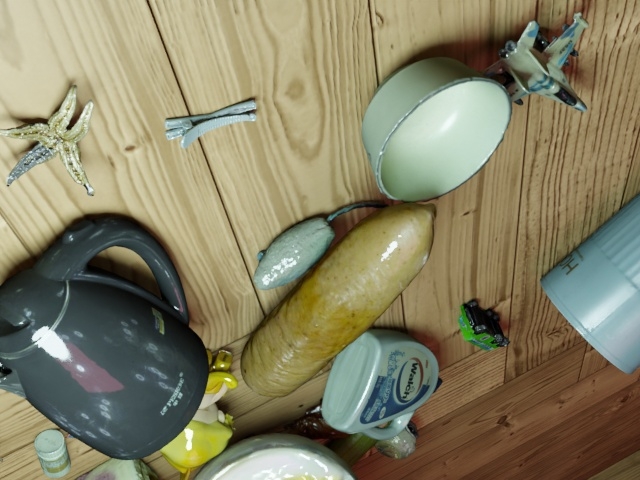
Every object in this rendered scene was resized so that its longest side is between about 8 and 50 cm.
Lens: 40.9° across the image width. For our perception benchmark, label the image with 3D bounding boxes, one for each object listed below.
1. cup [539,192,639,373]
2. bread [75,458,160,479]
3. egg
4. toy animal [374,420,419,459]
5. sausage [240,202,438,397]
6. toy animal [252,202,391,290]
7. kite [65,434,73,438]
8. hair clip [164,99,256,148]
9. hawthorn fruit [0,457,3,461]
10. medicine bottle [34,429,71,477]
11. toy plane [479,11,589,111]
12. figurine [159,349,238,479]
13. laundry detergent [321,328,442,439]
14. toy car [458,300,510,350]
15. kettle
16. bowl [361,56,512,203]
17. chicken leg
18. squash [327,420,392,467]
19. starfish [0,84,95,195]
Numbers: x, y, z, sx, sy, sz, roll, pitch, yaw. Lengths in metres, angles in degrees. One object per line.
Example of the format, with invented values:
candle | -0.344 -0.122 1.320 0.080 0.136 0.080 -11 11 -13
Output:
cup | 0.661 0.077 1.725 0.311 0.257 0.331 -46 141 17
bread | -0.430 0.536 1.526 0.338 0.155 0.187 -30 141 -3
egg | -0.089 0.527 1.559 0.354 0.354 0.340 -24 175 -12
toy animal | 0.156 0.438 1.943 0.098 0.137 0.098 -32 127 -56
sausage | 0.009 0.107 1.284 0.136 0.123 0.501 -33 168 -45
toy animal | 0.002 -0.008 1.288 0.253 0.070 0.079 -34 -178 -19
kite | -0.346 0.290 1.418 0.159 0.010 0.190 -21 146 -19
hair clip | -0.128 -0.139 1.038 0.115 0.039 0.030 -21 149 -20
hawthorn fruit | -0.532 0.305 1.189 0.203 0.162 0.162 -26 152 -50
medicine bottle | -0.431 0.345 1.386 0.047 0.047 0.083 -18 143 -20
toy plane | 0.322 -0.236 1.239 0.192 0.088 0.262 -42 155 23
figurine | -0.209 0.294 1.444 0.156 0.131 0.246 8 118 -18
laundry detergent | 0.138 0.284 1.660 0.280 0.105 0.215 21 90 -49
toy car | 0.326 0.178 1.754 0.062 0.071 0.165 -30 148 22
kettle | -0.288 0.111 1.116 0.268 0.207 0.290 -56 139 -16
bowl | 0.141 -0.162 1.152 0.211 0.112 0.211 -20 144 -15
chicken leg | -0.027 0.379 1.716 0.304 0.093 0.113 -22 156 -7
squash | 0.077 0.439 1.878 0.069 0.069 0.239 18 121 -48
starfish | -0.290 -0.100 0.953 0.133 0.041 0.130 -26 137 2
